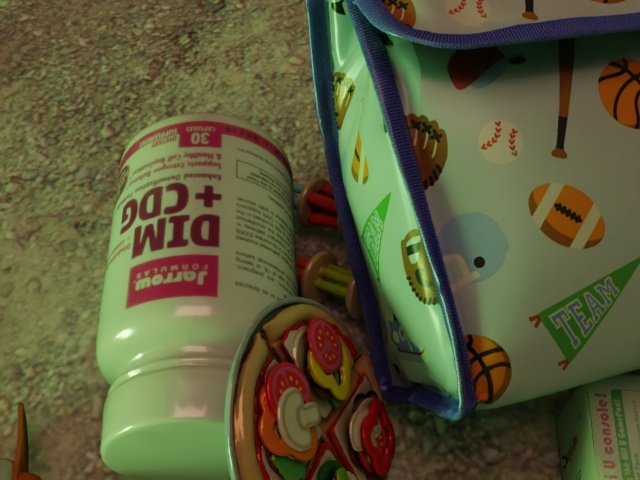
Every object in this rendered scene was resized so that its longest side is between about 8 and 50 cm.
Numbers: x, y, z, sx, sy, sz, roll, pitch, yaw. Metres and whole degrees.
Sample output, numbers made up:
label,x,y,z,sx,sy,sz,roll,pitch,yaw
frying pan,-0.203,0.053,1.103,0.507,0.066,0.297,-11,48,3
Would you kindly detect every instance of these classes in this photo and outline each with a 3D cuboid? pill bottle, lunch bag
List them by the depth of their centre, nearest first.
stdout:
label,x,y,z,sx,sy,sz,roll,pitch,yaw
lunch bag,0.174,-0.091,0.596,0.328,0.239,0.385,-11,84,-14
pill bottle,-0.098,0.045,0.634,0.161,0.160,0.282,-3,53,-2

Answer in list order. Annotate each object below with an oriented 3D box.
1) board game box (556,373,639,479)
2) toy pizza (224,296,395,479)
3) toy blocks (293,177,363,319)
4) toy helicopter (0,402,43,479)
label,x,y,z,sx,sy,sz,roll,pitch,yaw
board game box,0.337,0.223,0.536,0.304,0.097,0.223,6,52,3
toy pizza,0.005,0.138,0.551,0.032,0.201,0.201,-16,46,30
toy blocks,0.000,0.000,0.731,0.148,0.054,0.123,18,71,35
toy helicopter,-0.274,0.254,0.524,0.235,0.140,0.355,-25,67,-28
